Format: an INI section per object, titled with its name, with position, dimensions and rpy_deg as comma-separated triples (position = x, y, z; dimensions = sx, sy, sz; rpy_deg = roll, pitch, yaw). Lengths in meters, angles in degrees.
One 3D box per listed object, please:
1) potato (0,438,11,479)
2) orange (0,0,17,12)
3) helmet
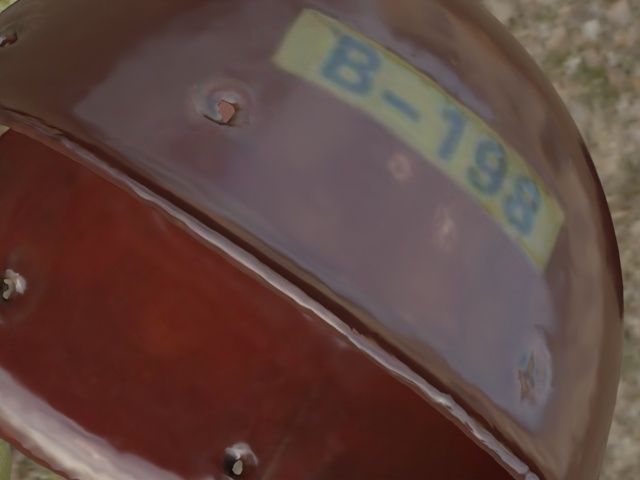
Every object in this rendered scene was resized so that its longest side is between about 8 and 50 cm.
[potato]
position = -0.394, 0.269, 1.736
dimensions = 0.251, 0.174, 0.159
rpy_deg = -63, 156, -17
[orange]
position = -0.302, -0.336, 1.914
dimensions = 0.271, 0.210, 0.368
rpy_deg = -6, 81, -36
[helmet]
position = 0.000, 0.000, 0.764
dimensions = 0.385, 0.337, 0.230
rpy_deg = 36, 63, -9
